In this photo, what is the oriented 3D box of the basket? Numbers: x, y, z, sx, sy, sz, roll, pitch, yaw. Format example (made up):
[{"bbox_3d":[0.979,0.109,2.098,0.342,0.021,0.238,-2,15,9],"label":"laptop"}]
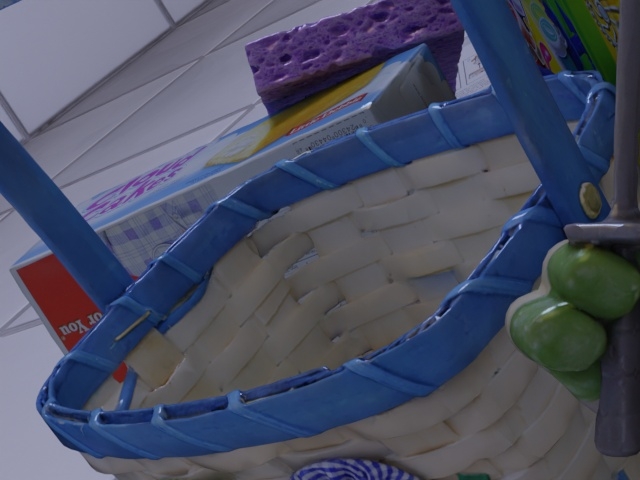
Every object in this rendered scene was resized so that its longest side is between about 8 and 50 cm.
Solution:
[{"bbox_3d":[0.000,0.000,0.575,0.255,0.289,0.201,-19,20,44],"label":"basket"}]

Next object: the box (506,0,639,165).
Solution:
[{"bbox_3d":[0.174,-0.133,0.680,0.177,0.279,0.290,-31,14,1],"label":"box"}]

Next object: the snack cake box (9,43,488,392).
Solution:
[{"bbox_3d":[-0.025,0.019,0.837,0.264,0.152,0.089,-22,18,32],"label":"snack cake box"}]

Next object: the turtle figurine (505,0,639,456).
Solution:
[{"bbox_3d":[0.141,0.035,0.298,0.266,0.198,0.274,-79,5,-48],"label":"turtle figurine"}]

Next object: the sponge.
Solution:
[{"bbox_3d":[0.024,-0.095,0.897,0.117,0.031,0.210,-17,-8,1],"label":"sponge"}]

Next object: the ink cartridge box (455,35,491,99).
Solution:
[{"bbox_3d":[0.184,-0.119,1.026,0.296,0.066,0.261,-28,16,14],"label":"ink cartridge box"}]
